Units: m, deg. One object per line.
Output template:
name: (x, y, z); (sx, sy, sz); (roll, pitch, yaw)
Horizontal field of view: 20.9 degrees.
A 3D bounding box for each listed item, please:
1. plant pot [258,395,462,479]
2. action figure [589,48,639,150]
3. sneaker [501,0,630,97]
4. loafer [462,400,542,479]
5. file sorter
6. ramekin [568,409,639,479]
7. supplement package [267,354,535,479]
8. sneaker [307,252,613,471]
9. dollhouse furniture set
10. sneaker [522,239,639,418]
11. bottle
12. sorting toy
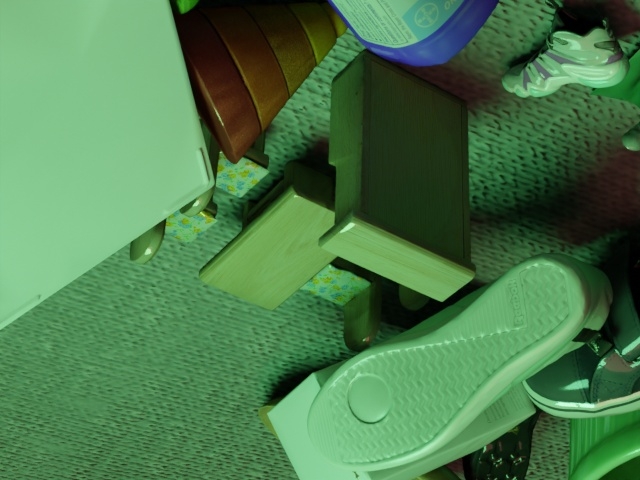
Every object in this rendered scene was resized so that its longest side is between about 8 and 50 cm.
plant pot: (0.051, 0.206, 1.612); (0.236, 0.032, 0.236); (29, 163, 10)
action figure: (0.285, -0.142, 1.194); (0.137, 0.063, 0.232); (26, 136, 3)
sneaker: (0.166, -0.141, 1.234); (0.098, 0.038, 0.069); (-7, 124, 32)
loafer: (0.168, 0.130, 1.551); (0.076, 0.078, 0.223); (2, 126, -15)
file sorter: (-0.214, -0.118, 1.128); (0.193, 0.173, 0.277); (-35, 145, -18)
ramekin: (0.363, 0.185, 1.549); (0.303, 0.148, 0.303); (2, 143, 1)
supplement package: (0.067, 0.144, 1.454); (0.179, 0.105, 0.105); (-19, 166, -32)
sneaker: (0.118, 0.099, 1.349); (0.256, 0.094, 0.151); (-34, 165, 20)
dollhouse furniture set: (0.000, 0.000, 1.318); (0.212, 0.161, 0.242); (24, 138, -25)
sneaker: (0.294, 0.034, 1.379); (0.321, 0.126, 0.127); (-24, 142, 14)
bottle: (0.015, -0.228, 1.055); (0.092, 0.118, 0.283); (20, 160, 43)
sorting toy: (-0.062, -0.211, 1.126); (0.126, 0.127, 0.365); (-27, 139, -9)
